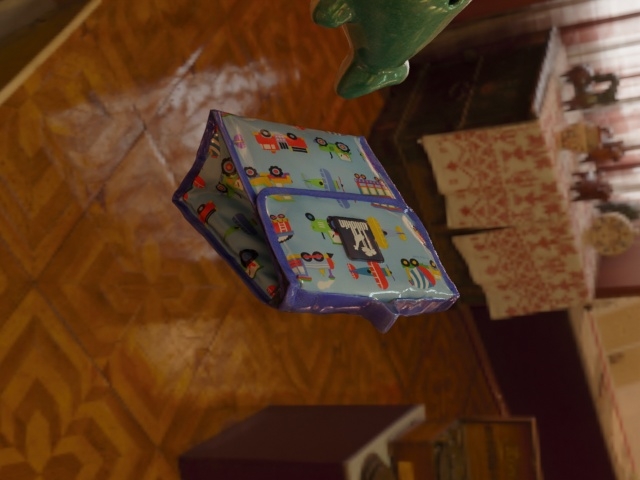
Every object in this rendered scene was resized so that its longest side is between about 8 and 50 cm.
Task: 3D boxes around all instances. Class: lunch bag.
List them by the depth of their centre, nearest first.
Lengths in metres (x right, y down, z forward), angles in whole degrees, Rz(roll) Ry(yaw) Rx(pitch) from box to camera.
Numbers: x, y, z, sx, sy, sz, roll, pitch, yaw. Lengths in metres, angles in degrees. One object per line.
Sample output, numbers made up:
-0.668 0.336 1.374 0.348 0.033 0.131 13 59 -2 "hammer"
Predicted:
0.000 0.000 1.026 0.221 0.138 0.293 5 35 -36 "lunch bag"

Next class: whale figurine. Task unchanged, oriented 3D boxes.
0.092 -0.256 1.008 0.216 0.141 0.272 -22 145 -30 "whale figurine"
